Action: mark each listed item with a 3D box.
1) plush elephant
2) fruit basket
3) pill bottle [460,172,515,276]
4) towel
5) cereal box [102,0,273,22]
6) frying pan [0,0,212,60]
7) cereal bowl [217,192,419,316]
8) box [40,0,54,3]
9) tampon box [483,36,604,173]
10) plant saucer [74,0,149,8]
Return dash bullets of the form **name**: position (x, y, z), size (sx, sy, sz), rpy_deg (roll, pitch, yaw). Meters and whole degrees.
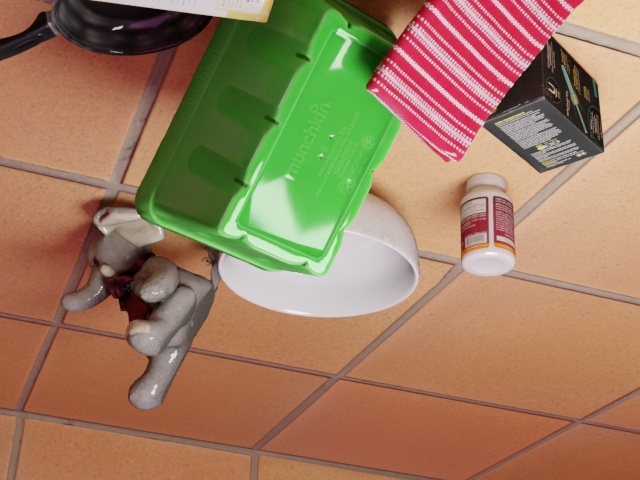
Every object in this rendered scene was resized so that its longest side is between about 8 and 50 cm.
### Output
- **plush elephant**: position (-0.329, 0.080, 1.965), size (0.255, 0.330, 0.272), rpy_deg (25, 152, 9)
- **fruit basket**: position (-0.062, -0.154, 1.450), size (0.283, 0.392, 0.392), rpy_deg (24, 146, -34)
- **pill bottle**: position (0.266, -0.026, 1.768), size (0.086, 0.152, 0.086), rpy_deg (3, 152, 1)
- **towel**: position (0.191, -0.241, 1.316), size (0.199, 0.275, 0.031), rpy_deg (35, -176, -45)
- **cereal box**: position (-0.153, -0.327, 1.187), size (0.240, 0.047, 0.173), rpy_deg (4, 136, -20)
- **frying pan**: position (-0.280, -0.266, 1.375), size (0.326, 0.053, 0.197), rpy_deg (-21, 156, 28)
- **cereal bowl**: position (0.000, 0.000, 1.864), size (0.339, 0.141, 0.339), rpy_deg (3, 153, 2)
- **box**: position (-0.354, -0.375, 1.296), size (0.159, 0.044, 0.233), rpy_deg (11, 151, -16)
- **tampon box**: position (0.295, -0.186, 1.495), size (0.101, 0.120, 0.161), rpy_deg (-19, 144, 36)
- **plant saucer**: position (-0.231, -0.312, 1.379), size (0.192, 0.018, 0.067), rpy_deg (-2, 156, -26)
